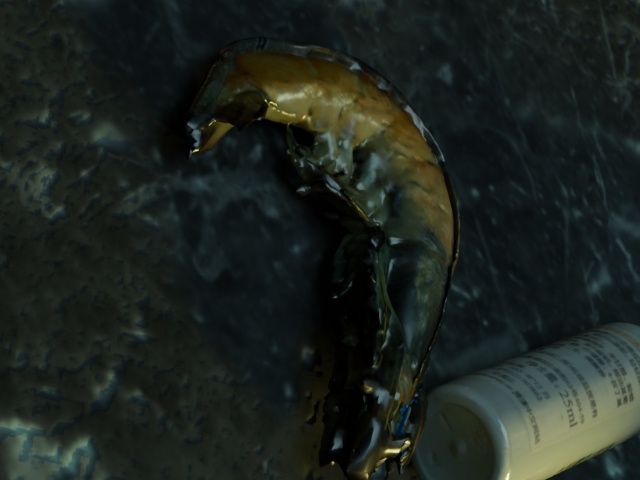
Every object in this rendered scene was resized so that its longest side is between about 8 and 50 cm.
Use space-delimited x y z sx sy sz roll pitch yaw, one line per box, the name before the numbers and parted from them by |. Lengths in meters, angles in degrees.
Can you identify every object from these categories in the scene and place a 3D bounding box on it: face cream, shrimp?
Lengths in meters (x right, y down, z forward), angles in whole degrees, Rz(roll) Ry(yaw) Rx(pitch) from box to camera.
face cream | 0.166 0.105 1.261 0.269 0.082 0.082 -13 84 -48
shrimp | 0.000 0.000 1.147 0.222 0.054 0.290 31 50 -36
